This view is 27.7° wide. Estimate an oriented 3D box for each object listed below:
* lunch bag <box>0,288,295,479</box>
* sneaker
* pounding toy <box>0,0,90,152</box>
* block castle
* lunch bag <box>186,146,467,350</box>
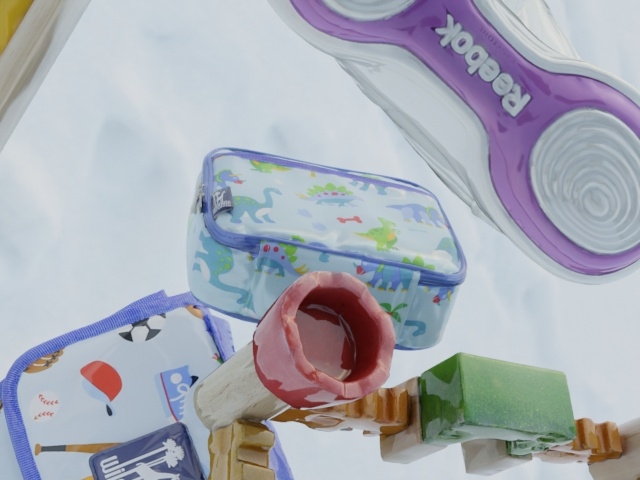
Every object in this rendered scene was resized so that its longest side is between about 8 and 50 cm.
[{"bbox_3d":[-0.195,0.273,1.194,0.239,0.385,0.328,19,40,-56],"label":"lunch bag"},{"bbox_3d":[0.041,-0.106,0.613,0.114,0.152,0.305,-39,108,-3],"label":"sneaker"},{"bbox_3d":[-0.178,-0.100,0.517,0.141,0.100,0.130,29,80,-7],"label":"pounding toy"},{"bbox_3d":[0.147,0.210,0.885,0.453,0.213,0.303,14,60,-30],"label":"block castle"},{"bbox_3d":[0.000,0.000,1.058,0.176,0.219,0.090,-98,-158,-62],"label":"lunch bag"}]
